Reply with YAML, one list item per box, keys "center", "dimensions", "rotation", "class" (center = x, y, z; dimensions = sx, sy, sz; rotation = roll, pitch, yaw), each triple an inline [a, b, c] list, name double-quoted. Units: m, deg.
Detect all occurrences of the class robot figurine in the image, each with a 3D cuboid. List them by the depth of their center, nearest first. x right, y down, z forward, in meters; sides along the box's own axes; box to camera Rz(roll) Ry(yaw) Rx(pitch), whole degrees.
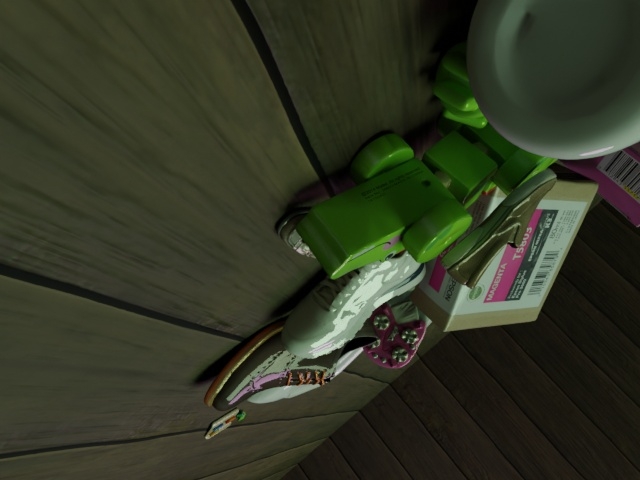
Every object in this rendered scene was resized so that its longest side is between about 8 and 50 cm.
- center: [0.150, -0.147, 0.464]
  dimensions: [0.115, 0.067, 0.101]
  rotation: [-23, 141, -39]
  class: "robot figurine"

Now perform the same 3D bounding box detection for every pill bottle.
- center: [0.239, -0.153, 0.398]
  dimensions: [0.264, 0.146, 0.146]
  rotation: [-21, 151, -41]
  class: "pill bottle"

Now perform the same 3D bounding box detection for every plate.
- center: [0.028, 0.206, 0.980]
  dimensions: [0.277, 0.045, 0.278]
  rotation: [-47, 158, 17]
  class: "plate"

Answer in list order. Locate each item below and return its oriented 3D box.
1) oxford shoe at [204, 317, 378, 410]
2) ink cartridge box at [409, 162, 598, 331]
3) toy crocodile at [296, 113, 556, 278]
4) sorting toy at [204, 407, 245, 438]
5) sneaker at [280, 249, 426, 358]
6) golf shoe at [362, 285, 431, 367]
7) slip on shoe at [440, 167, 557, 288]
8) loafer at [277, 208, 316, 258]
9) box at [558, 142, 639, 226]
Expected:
- center: [-0.031, 0.165, 0.722]
  dimensions: [0.271, 0.098, 0.097]
  rotation: [-29, 156, -28]
  class: "oxford shoe"
- center: [0.255, 0.006, 0.734]
  dimensions: [0.193, 0.088, 0.235]
  rotation: [-2, 119, -28]
  class: "ink cartridge box"
- center: [0.128, -0.060, 0.531]
  dimensions: [0.340, 0.115, 0.105]
  rotation: [-31, 157, -25]
  class: "toy crocodile"
- center: [-0.164, 0.324, 0.925]
  dimensions: [0.083, 0.012, 0.062]
  rotation: [-22, 151, -40]
  class: "sorting toy"
- center: [0.039, 0.056, 0.677]
  dimensions: [0.235, 0.090, 0.095]
  rotation: [-39, 146, -17]
  class: "sneaker"
- center: [0.178, 0.072, 0.888]
  dimensions: [0.306, 0.115, 0.140]
  rotation: [-56, 169, 14]
  class: "golf shoe"
- center: [0.177, -0.010, 0.493]
  dimensions: [0.135, 0.041, 0.051]
  rotation: [-43, 163, 3]
  class: "slip on shoe"
- center: [0.000, 0.000, 0.535]
  dimensions: [0.045, 0.039, 0.125]
  rotation: [-45, 159, 10]
  class: "loafer"
- center: [0.456, -0.184, 0.710]
  dimensions: [0.243, 0.213, 0.117]
  rotation: [-37, 159, -10]
  class: "box"
